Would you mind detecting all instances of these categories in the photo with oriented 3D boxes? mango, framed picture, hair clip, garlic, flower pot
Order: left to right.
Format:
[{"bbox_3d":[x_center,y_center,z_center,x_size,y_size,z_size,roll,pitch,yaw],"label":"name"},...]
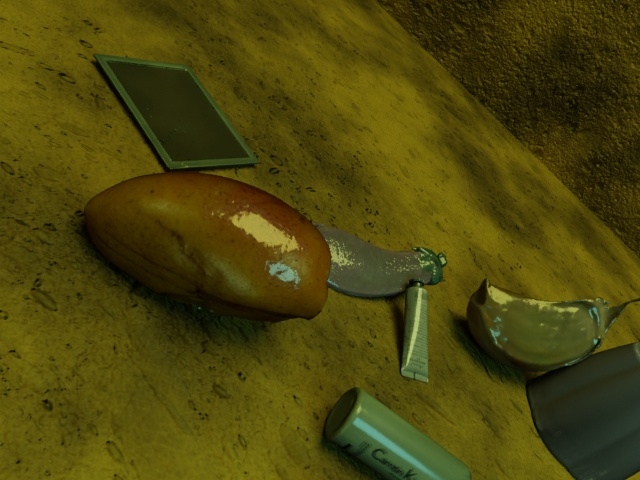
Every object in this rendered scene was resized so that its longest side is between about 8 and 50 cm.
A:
[{"bbox_3d":[-0.276,-0.248,1.065,0.231,0.018,0.293,-14,62,-52],"label":"framed picture"},{"bbox_3d":[-0.156,0.003,0.775,0.350,0.199,0.201,22,8,-8],"label":"mango"},{"bbox_3d":[0.105,0.050,1.077,0.359,0.110,0.096,10,12,-36],"label":"hair clip"},{"bbox_3d":[0.474,0.185,1.136,0.339,0.196,0.151,7,34,3],"label":"garlic"},{"bbox_3d":[0.607,0.336,1.120,0.265,0.243,0.265,28,33,-20],"label":"flower pot"}]

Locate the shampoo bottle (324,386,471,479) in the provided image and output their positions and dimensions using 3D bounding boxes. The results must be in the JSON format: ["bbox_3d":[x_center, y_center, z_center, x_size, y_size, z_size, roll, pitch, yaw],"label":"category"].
[{"bbox_3d":[0.132,0.319,0.789,0.262,0.085,0.085,37,34,-8],"label":"shampoo bottle"}]

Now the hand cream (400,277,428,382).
[{"bbox_3d":[0.178,0.165,1.026,0.067,0.042,0.194,26,58,-31],"label":"hand cream"}]
